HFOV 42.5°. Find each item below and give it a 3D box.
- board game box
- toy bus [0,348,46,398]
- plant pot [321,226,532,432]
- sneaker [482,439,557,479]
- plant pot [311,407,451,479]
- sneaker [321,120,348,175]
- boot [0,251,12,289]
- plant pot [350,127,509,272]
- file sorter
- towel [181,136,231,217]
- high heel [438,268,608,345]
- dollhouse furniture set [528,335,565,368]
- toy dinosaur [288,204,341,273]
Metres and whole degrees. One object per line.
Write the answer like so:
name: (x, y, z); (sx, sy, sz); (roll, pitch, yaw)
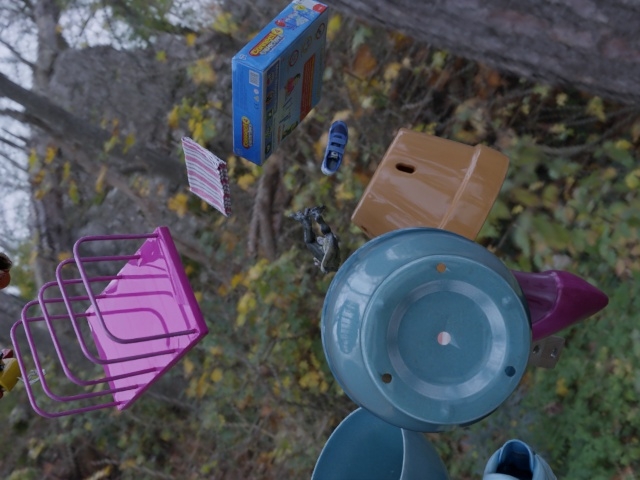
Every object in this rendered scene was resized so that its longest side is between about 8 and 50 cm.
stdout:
board game box: (-0.099, -0.393, 2.033); (0.302, 0.086, 0.308); (-53, -19, -35)
toy bus: (-0.684, 0.257, 1.645); (0.202, 0.104, 0.191); (-34, 29, -22)
plant pot: (0.137, 0.110, 0.993); (0.272, 0.271, 0.255); (-61, -1, -3)
sneaker: (0.378, 0.434, 1.526); (0.366, 0.135, 0.150); (-15, -66, -70)
plant pot: (0.136, 0.480, 1.555); (0.290, 0.195, 0.290); (-44, 29, 32)
sneaker: (0.040, -0.234, 2.104); (0.059, 0.053, 0.144); (-94, 15, -82)
boot: (-0.616, 0.058, 1.563); (0.158, 0.084, 0.059); (73, -159, -67)
plant pot: (0.191, -0.078, 1.536); (0.291, 0.203, 0.291); (-61, 0, 0)
file sorter: (-0.361, 0.141, 1.352); (0.182, 0.202, 0.290); (-2, -31, -46)
towel: (-0.286, -0.155, 2.051); (0.029, 0.144, 0.197); (-40, -29, -29)
high heel: (0.304, 0.156, 1.375); (0.377, 0.181, 0.127); (128, 151, -62)
dollhouse furniture set: (0.361, 0.246, 1.602); (0.129, 0.129, 0.184); (26, 98, 48)
toy dinosaur: (0.000, 0.000, 1.418); (0.064, 0.118, 0.268); (-24, -4, 2)
